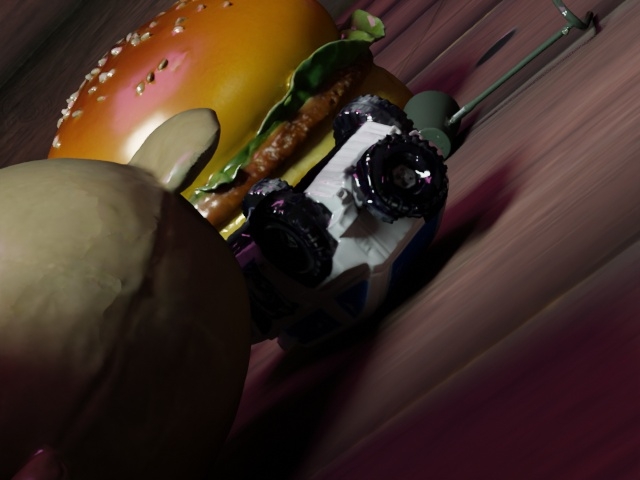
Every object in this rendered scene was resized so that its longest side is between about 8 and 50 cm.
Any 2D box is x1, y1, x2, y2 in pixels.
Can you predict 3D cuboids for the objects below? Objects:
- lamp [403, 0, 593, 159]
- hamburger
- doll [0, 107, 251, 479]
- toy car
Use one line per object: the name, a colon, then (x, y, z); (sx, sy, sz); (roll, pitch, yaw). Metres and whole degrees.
lamp: (0.088, -0.083, 0.797); (0.121, 0.041, 0.054); (-44, 16, 25)
hamburger: (-0.066, -0.063, 0.961); (0.246, 0.170, 0.246); (-45, 10, 10)
doll: (-0.153, 0.074, 0.657); (0.330, 0.174, 0.235); (-32, 29, 47)
toy car: (0.000, 0.000, 0.672); (0.080, 0.070, 0.171); (-49, 8, -32)
